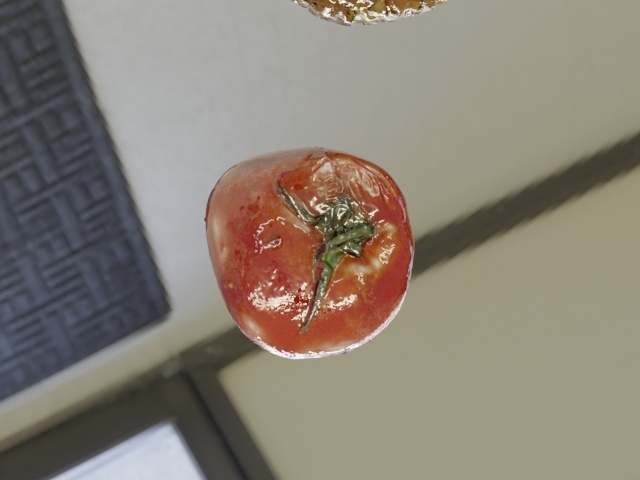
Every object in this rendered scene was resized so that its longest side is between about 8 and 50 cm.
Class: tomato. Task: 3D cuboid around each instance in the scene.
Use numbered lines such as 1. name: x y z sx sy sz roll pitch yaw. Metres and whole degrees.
1. tomato: 0.000 -0.003 1.732 0.228 0.228 0.101 -15 167 -26

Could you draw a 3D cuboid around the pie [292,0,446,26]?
1. pie: 0.024 -0.181 0.824 0.163 0.079 0.193 29 136 -11
